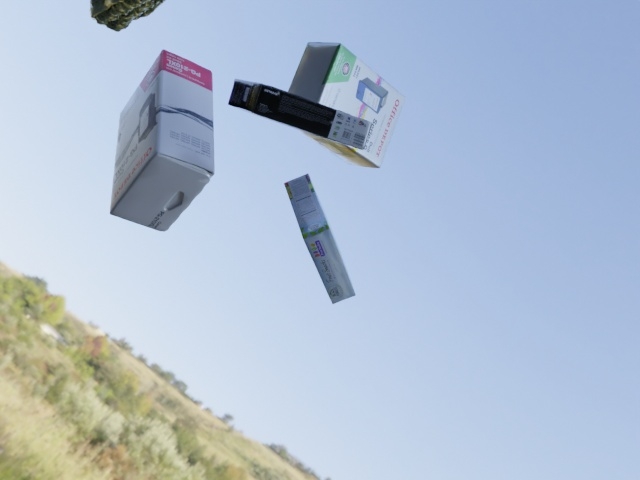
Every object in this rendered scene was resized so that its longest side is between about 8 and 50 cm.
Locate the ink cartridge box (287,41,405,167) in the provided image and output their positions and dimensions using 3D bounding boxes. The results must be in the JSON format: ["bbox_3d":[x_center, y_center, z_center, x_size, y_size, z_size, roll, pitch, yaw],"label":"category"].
[{"bbox_3d":[0.045,-0.245,1.289,0.093,0.154,0.212,16,-8,42],"label":"ink cartridge box"}]

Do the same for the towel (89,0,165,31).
[{"bbox_3d":[-0.109,-0.190,0.411,0.148,0.027,0.110,7,-81,57],"label":"towel"}]

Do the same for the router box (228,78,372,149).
[{"bbox_3d":[-0.033,-0.187,1.026,0.179,0.046,0.133,15,9,-27],"label":"router box"}]

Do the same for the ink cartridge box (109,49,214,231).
[{"bbox_3d":[-0.256,-0.161,1.140,0.100,0.237,0.172,20,-44,-32],"label":"ink cartridge box"}]

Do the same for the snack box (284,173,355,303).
[{"bbox_3d":[0.000,0.000,0.880,0.141,0.037,0.100,67,3,-49],"label":"snack box"}]
